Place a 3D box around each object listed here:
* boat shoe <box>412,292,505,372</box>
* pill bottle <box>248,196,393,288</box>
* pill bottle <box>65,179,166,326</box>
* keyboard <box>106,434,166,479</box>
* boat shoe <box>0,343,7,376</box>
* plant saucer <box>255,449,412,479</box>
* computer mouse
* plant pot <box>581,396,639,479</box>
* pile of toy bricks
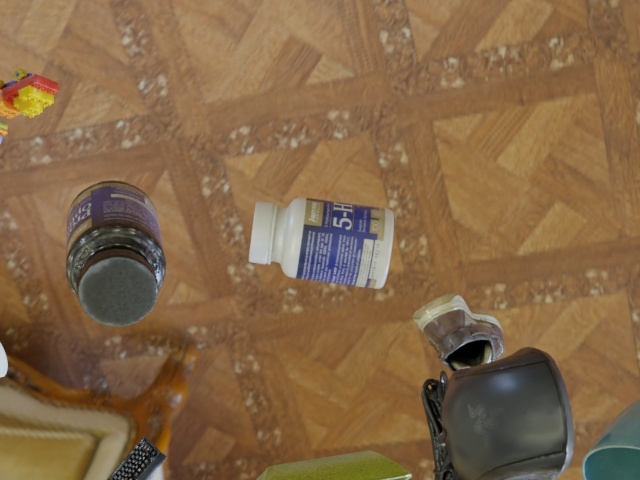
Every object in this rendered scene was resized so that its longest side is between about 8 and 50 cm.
[{"bbox_3d":[0.221,0.159,1.635,0.102,0.092,0.285,-27,154,13],"label":"boat shoe"},{"bbox_3d":[0.000,0.000,1.463,0.186,0.112,0.112,7,119,-3],"label":"pill bottle"},{"bbox_3d":[-0.258,0.017,1.355,0.122,0.219,0.123,-5,115,-11],"label":"pill bottle"},{"bbox_3d":[-0.344,0.434,1.885,0.180,0.108,0.023,-51,134,-8],"label":"keyboard"},{"bbox_3d":[-0.590,0.177,1.784,0.063,0.066,0.184,-12,149,17],"label":"boat shoe"},{"bbox_3d":[-0.015,0.295,1.261,0.188,0.045,0.188,-4,153,-25],"label":"plant saucer"},{"bbox_3d":[0.117,0.182,0.809,0.060,0.262,0.184,-4,79,-13],"label":"computer mouse"},{"bbox_3d":[0.515,0.281,1.393,0.290,0.195,0.290,30,154,16],"label":"plant pot"},{"bbox_3d":[-0.361,-0.097,1.055,0.212,0.118,0.105,-18,71,30],"label":"pile of toy bricks"}]
